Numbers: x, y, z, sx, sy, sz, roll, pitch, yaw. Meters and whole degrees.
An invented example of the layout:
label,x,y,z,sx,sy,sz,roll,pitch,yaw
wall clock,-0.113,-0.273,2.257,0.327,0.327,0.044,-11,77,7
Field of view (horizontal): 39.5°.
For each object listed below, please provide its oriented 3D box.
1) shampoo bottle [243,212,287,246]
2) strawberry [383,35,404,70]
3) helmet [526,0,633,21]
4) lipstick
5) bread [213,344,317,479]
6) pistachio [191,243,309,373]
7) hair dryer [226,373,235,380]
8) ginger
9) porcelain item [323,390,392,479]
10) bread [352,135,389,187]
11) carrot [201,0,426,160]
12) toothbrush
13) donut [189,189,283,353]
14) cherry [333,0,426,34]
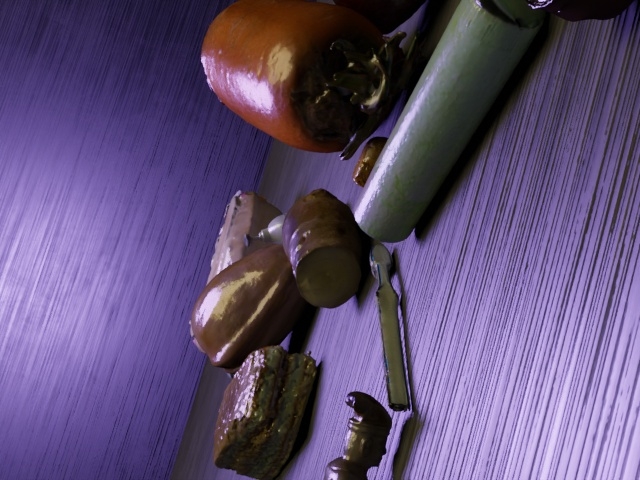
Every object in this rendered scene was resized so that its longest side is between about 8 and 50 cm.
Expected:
label,x,y,z,sx,sy,sz,roll,pitch,yaw
shampoo bottle,-0.047,-0.019,1.392,0.077,0.152,0.045,-121,13,-74
strawberry,0.070,-0.239,1.341,0.187,0.082,0.146,-42,51,44
helmet,0.189,-0.201,0.595,0.123,0.070,0.098,-67,15,-9
lipstick,0.115,-0.116,0.860,0.304,0.076,0.076,116,168,-45
bread,-0.082,0.242,1.261,0.196,0.102,0.138,122,161,-52
pistachio,-0.100,0.092,1.466,0.260,0.163,0.212,-47,27,13
hair dryer,-0.092,0.153,1.620,0.267,0.092,0.229,-62,18,4
ginger,0.000,0.000,1.216,0.116,0.109,0.263,-43,17,10
porcelain item,0.020,0.243,0.799,0.084,0.054,0.213,-178,104,-78
bread,0.073,-0.100,1.165,0.083,0.046,0.081,120,170,-59
carrot,-0.002,-0.214,1.188,0.331,0.214,0.193,28,91,56
toothbrush,0.069,0.079,0.911,0.294,0.026,0.028,-91,3,-64
donut,-0.171,0.084,1.923,0.307,0.150,0.371,-116,44,-76
cherry,0.090,-0.418,1.202,0.230,0.203,0.300,-99,14,-54
